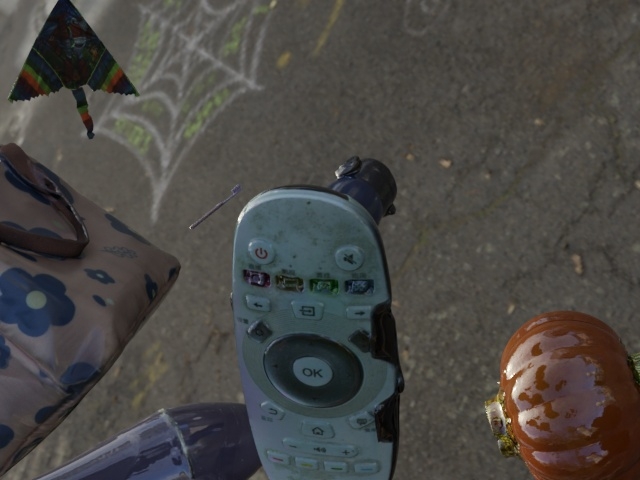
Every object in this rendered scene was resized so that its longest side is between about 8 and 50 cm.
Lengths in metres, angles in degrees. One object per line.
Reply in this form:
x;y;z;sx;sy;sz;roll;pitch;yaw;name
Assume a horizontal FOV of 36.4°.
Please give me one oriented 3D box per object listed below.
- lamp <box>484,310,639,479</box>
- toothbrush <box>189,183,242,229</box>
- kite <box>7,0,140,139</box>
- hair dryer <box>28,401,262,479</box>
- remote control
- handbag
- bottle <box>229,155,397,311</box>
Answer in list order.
0.292;0.190;1.117;0.196;0.223;0.223;-19;49;14;lamp
-0.128;-0.041;1.193;0.006;0.008;0.097;-25;15;51;toothbrush
-0.151;-0.106;0.592;0.004;0.122;0.090;-4;103;26;kite
-0.145;0.311;0.958;0.361;0.301;0.121;42;140;48;hair dryer
0.001;0.072;0.564;0.097;0.256;0.045;6;41;9;remote control
-0.246;0.045;0.759;0.190;0.193;0.251;-42;8;14;handbag
0.000;0.000;0.988;0.072;0.082;0.244;-15;24;42;bottle
